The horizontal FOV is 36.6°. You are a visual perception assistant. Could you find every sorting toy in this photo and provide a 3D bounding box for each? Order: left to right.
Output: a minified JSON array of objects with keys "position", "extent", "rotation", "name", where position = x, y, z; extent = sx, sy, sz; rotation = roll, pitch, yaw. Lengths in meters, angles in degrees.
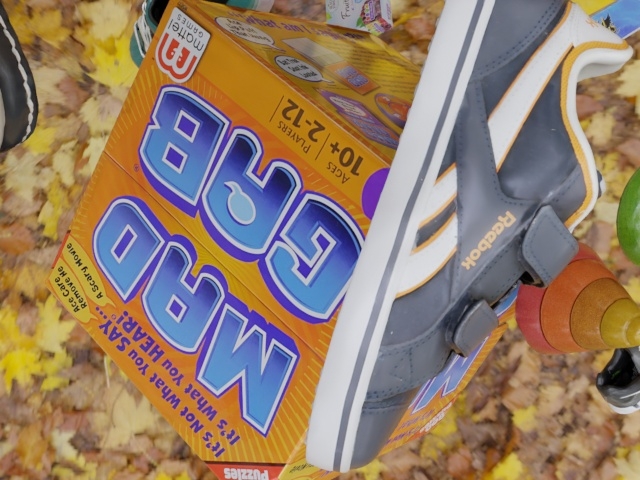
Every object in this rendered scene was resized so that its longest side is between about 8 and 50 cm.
[{"position":[0.366,-0.002,0.963],"extent":[0.365,0.126,0.127],"rotation":[-38,117,-13],"name":"sorting toy"}]

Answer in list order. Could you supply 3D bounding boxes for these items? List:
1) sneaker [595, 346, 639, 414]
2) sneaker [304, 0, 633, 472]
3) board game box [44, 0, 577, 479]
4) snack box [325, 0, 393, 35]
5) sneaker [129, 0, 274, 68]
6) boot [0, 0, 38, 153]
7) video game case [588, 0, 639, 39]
[{"position":[0.492,0.161,1.402],"extent":[0.234,0.078,0.106],"rotation":[-45,138,18],"name":"sneaker"},{"position":[0.091,-0.001,0.581],"extent":[0.127,0.126,0.321],"rotation":[20,90,5],"name":"sneaker"},{"position":[0.000,0.000,1.044],"extent":[0.356,0.356,0.356],"rotation":[42,116,25],"name":"board game box"},{"position":[0.057,-0.376,1.508],"extent":[0.037,0.100,0.141],"rotation":[29,50,-48],"name":"snack box"},{"position":[-0.189,-0.288,1.246],"extent":[0.121,0.302,0.108],"rotation":[-14,88,-39],"name":"sneaker"},{"position":[-0.188,-0.230,0.609],"extent":[0.284,0.138,0.377],"rotation":[-20,65,-37],"name":"boot"},{"position":[0.367,-0.291,1.553],"extent":[0.269,0.244,0.061],"rotation":[-32,93,-32],"name":"video game case"}]
